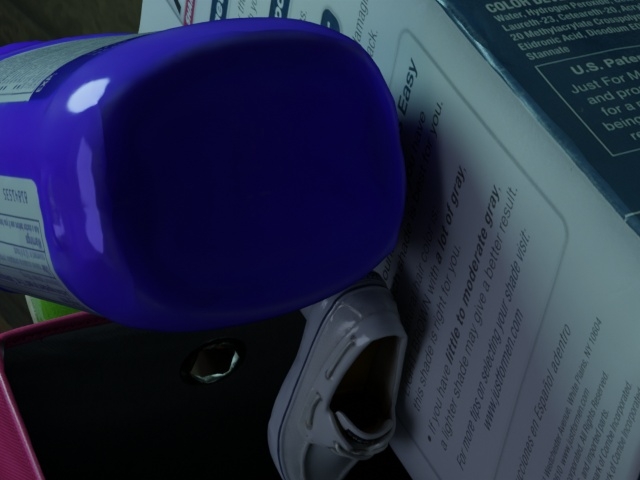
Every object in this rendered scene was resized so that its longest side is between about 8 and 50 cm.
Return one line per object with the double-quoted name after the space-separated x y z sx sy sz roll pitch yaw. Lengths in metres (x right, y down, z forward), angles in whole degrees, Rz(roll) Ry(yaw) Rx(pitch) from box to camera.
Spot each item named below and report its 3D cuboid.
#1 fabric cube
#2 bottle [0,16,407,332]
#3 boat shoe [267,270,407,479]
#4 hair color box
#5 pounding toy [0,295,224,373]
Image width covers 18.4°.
-0.019 0.195 0.972 0.258 0.254 0.259 106 145 -47 "fabric cube"
-0.079 -0.027 0.700 0.283 0.118 0.092 7 108 63 "bottle"
0.009 0.056 0.656 0.035 0.035 0.100 59 145 40 "boat shoe"
0.053 -0.038 0.683 0.347 0.105 0.174 55 146 39 "hair color box"
-0.107 0.031 1.270 0.183 0.110 0.237 60 -154 -27 "pounding toy"
